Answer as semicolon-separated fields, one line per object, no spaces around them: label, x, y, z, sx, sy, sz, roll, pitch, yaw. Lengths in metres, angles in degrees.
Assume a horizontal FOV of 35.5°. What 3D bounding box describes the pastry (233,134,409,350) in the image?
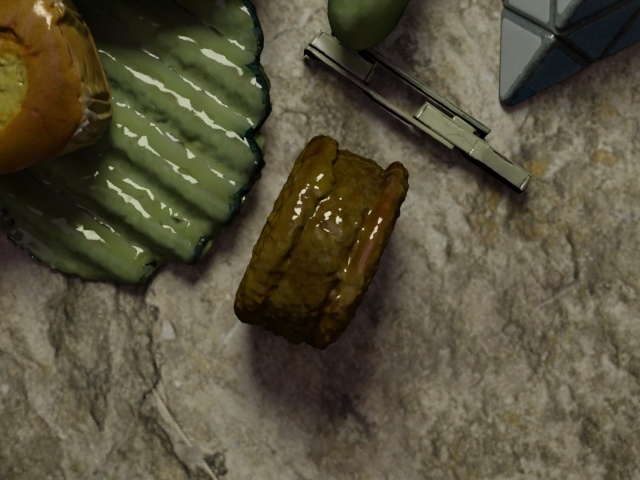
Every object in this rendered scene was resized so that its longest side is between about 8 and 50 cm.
pastry;0.000;0.000;0.882;0.103;0.189;0.189;24;85;-3

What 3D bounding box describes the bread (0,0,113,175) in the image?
bread;-0.323;-0.116;0.855;0.288;0.119;0.153;-16;95;10

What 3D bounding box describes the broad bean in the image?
broad bean;0.063;-0.276;0.908;0.100;0.169;0.228;12;75;1

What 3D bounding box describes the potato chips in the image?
potato chips;-0.228;-0.172;0.941;0.429;0.070;0.358;37;89;4

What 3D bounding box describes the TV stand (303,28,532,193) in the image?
TV stand;0.097;-0.125;0.963;0.249;0.036;0.042;35;83;1

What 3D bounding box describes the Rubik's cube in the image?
Rubik's cube;0.277;-0.287;0.935;0.233;0.228;0.228;-58;134;-41
